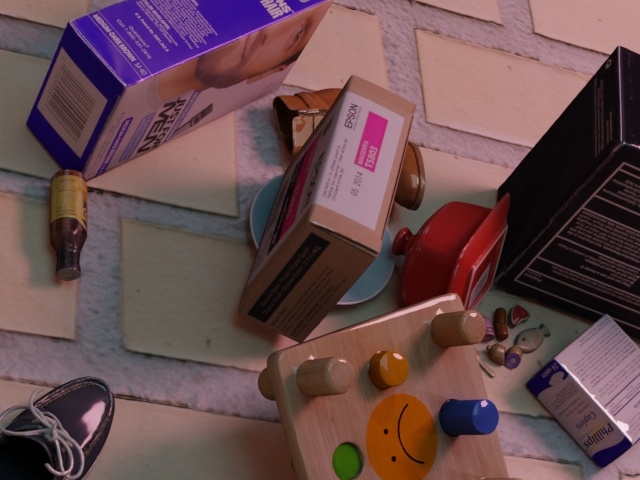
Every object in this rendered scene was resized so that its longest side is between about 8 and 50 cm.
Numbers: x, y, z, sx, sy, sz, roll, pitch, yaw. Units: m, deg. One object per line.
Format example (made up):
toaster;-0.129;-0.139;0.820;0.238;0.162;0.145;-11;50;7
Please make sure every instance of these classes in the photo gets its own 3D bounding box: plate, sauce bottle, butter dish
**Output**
plate;0.000;0.000;1.688;0.188;0.024;0.188;15;50;-19
sauce bottle;-0.272;-0.016;1.538;0.042;0.042;0.128;10;55;-23
butter dish;0.141;0.021;1.684;0.118;0.160;0.160;24;44;17

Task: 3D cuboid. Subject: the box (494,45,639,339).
box;0.411;-0.040;1.762;0.296;0.294;0.183;21;47;-14

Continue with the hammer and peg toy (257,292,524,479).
hammer and peg toy;0.096;0.254;1.467;0.266;0.127;0.361;-17;92;-37

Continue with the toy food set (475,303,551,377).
toy food set;0.226;0.112;1.732;0.078;0.019;0.122;47;48;9

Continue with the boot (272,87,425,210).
boot;0.033;-0.110;1.758;0.152;0.073;0.197;-3;46;-32

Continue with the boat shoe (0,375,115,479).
boat shoe;-0.275;0.206;1.344;0.095;0.079;0.254;44;48;7

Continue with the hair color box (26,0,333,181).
hair color box;-0.157;-0.209;1.646;0.110;0.185;0.339;48;49;10

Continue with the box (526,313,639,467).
box;0.340;0.180;1.710;0.137;0.072;0.126;48;48;11

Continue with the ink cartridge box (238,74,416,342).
ink cartridge box;0.008;-0.035;1.571;0.088;0.193;0.235;26;48;-10
